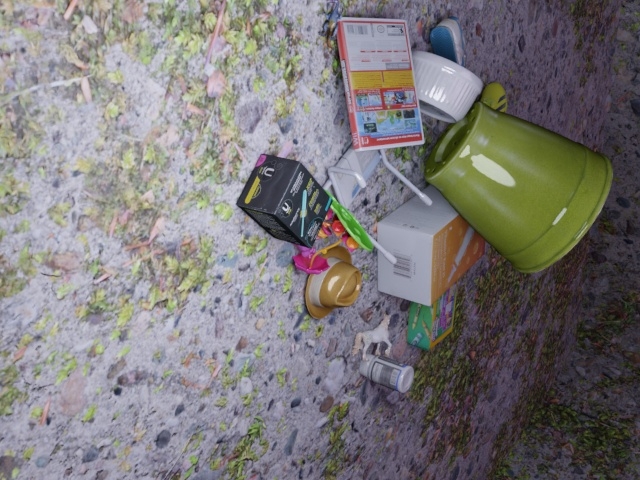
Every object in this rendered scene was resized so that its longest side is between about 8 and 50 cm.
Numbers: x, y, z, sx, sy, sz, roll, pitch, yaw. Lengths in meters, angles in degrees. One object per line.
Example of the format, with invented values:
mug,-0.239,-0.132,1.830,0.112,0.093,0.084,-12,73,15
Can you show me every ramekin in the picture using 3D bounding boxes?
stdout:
ramekin,0.284,-0.373,1.790,0.207,0.207,0.109,22,94,-58

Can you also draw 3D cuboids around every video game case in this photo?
video game case,0.133,-0.345,1.601,0.204,0.025,0.285,-12,94,-38

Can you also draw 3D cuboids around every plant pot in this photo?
plant pot,0.469,-0.163,1.842,0.353,0.366,0.366,32,70,-11

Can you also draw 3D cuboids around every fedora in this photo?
fedora,0.042,0.107,1.735,0.194,0.079,0.194,-29,126,-48

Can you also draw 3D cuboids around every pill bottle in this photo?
pill bottle,0.181,0.363,2.004,0.078,0.137,0.078,-28,125,-48

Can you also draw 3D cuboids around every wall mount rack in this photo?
wall mount rack,0.141,-0.129,1.736,0.350,0.131,0.304,-55,143,-27

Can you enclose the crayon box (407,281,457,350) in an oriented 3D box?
crayon box,0.347,0.177,2.231,0.165,0.081,0.278,-25,124,-50

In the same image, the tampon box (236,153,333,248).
tampon box,-0.069,-0.078,1.462,0.161,0.102,0.120,46,64,-53

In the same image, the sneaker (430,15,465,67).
sneaker,0.356,-0.486,1.953,0.092,0.088,0.228,-52,144,-35

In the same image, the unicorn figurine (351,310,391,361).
unicorn figurine,0.154,0.265,1.989,0.162,0.060,0.111,-10,102,-50

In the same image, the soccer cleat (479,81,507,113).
soccer cleat,0.489,-0.364,2.206,0.121,0.094,0.289,36,72,-49

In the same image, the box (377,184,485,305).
box,0.316,-0.003,2.023,0.345,0.168,0.214,-35,131,-46

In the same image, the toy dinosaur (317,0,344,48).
toy dinosaur,0.020,-0.460,1.513,0.090,0.047,0.082,113,-8,-75

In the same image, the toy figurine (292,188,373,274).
toy figurine,0.000,0.000,1.589,0.173,0.159,0.130,49,14,-15
